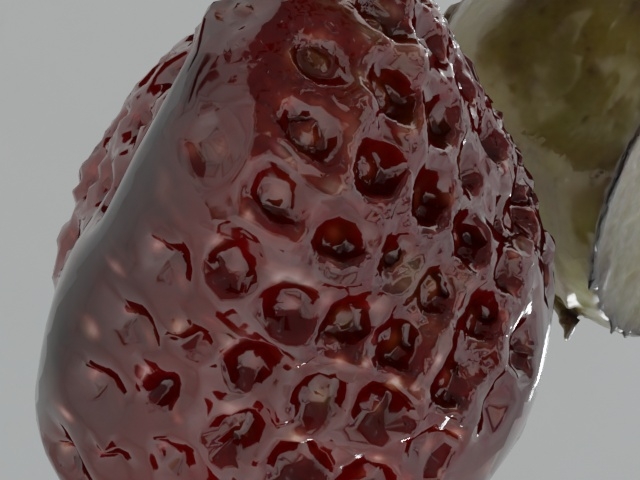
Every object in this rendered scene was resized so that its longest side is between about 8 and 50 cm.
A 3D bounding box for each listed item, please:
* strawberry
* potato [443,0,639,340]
[{"bbox_3d":[0.000,0.000,1.033,0.317,0.345,0.295,-35,-111,-29],"label":"strawberry"},{"bbox_3d":[0.181,-0.099,1.361,0.237,0.301,0.289,26,-172,32],"label":"potato"}]
